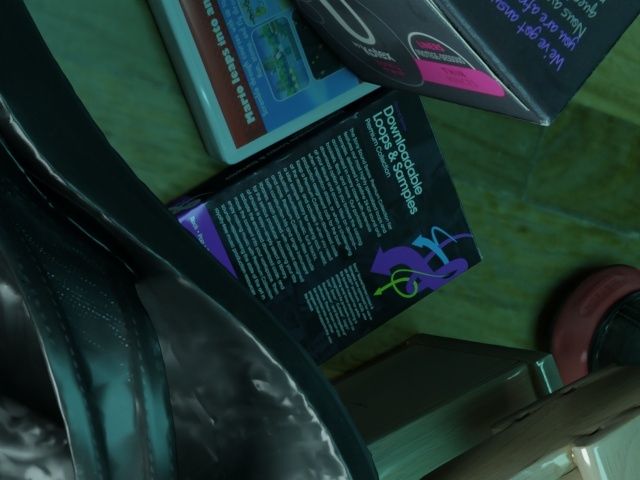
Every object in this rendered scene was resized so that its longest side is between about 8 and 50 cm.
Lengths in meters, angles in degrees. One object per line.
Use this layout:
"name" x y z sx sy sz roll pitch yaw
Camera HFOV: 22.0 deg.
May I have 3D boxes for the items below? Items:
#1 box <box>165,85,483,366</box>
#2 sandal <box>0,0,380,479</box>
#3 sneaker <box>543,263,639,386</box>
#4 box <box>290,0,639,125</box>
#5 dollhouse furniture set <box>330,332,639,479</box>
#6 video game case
"box" 0.000 0.000 0.861 0.162 0.029 0.116 -31 115 -18
"sandal" -0.136 0.022 0.658 0.446 0.167 0.107 54 35 -4
"sneaker" 0.240 0.137 0.957 0.097 0.135 0.276 -41 115 -15
"box" 0.101 -0.205 0.759 0.270 0.165 0.143 -50 120 -10
"dollhouse furniture set" 0.075 0.229 0.805 0.198 0.286 0.303 -26 101 -22
"video game case" 0.033 -0.190 0.836 0.285 0.025 0.204 -29 114 -21
